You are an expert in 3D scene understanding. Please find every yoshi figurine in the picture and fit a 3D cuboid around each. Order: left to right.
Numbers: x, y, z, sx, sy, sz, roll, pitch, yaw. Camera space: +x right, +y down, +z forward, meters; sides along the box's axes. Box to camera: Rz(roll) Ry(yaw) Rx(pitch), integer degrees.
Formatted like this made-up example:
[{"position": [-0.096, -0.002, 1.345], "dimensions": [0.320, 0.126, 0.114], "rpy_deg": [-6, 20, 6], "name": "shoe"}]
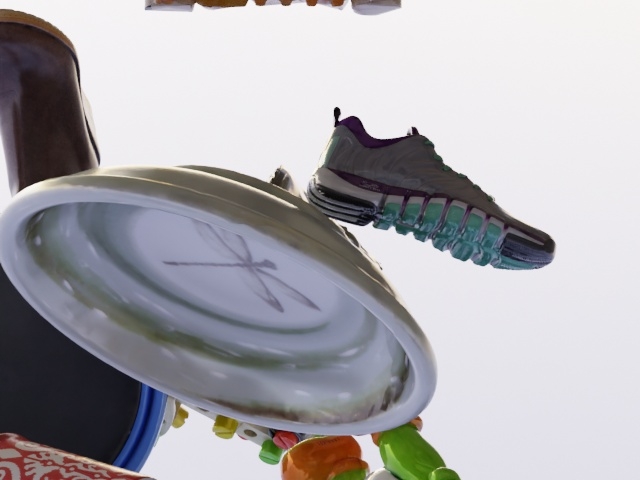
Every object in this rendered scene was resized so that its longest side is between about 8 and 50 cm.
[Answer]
[{"position": [0.088, 0.335, 1.982], "dimensions": [0.362, 0.203, 0.203], "rpy_deg": [57, 169, 26], "name": "yoshi figurine"}]

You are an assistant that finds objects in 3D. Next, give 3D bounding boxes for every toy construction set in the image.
[{"position": [-0.112, 0.215, 2.411], "dimensions": [0.327, 0.215, 0.151], "rpy_deg": [17, -123, -17], "name": "toy construction set"}]

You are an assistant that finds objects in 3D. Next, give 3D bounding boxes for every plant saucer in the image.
[{"position": [-0.080, 0.033, 1.647], "dimensions": [0.400, 0.100, 0.400], "rpy_deg": [16, 152, 9], "name": "plant saucer"}]

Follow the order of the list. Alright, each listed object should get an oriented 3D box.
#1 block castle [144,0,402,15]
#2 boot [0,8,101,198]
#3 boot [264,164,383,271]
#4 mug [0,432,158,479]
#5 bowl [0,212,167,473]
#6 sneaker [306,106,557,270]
[{"position": [-0.041, -0.363, 1.774], "dimensions": [0.303, 0.213, 0.453], "rpy_deg": [0, 172, -1], "name": "block castle"}, {"position": [-0.283, -0.092, 1.894], "dimensions": [0.090, 0.207, 0.248], "rpy_deg": [-6, 153, 15], "name": "boot"}, {"position": [0.000, 0.000, 2.006], "dimensions": [0.161, 0.083, 0.246], "rpy_deg": [38, -173, 3], "name": "boot"}, {"position": [-0.218, 0.251, 1.712], "dimensions": [0.169, 0.113, 0.150], "rpy_deg": [7, 146, 33], "name": "mug"}, {"position": [-0.374, 0.163, 2.242], "dimensions": [0.391, 0.391, 0.077], "rpy_deg": [22, 173, -3], "name": "bowl"}, {"position": [0.105, -0.047, 1.639], "dimensions": [0.223, 0.098, 0.083], "rpy_deg": [18, 160, -8], "name": "sneaker"}]
